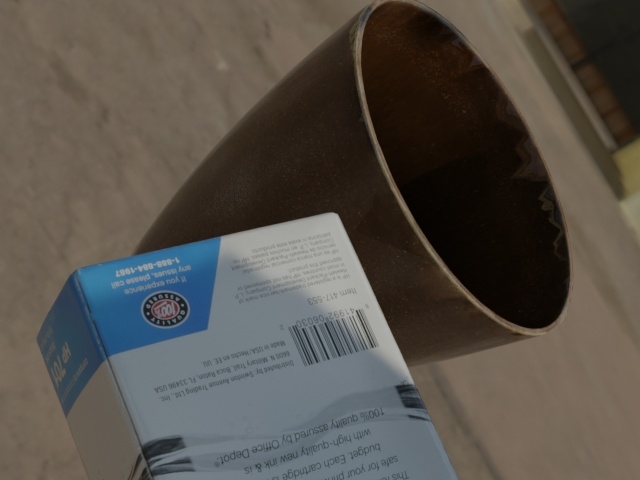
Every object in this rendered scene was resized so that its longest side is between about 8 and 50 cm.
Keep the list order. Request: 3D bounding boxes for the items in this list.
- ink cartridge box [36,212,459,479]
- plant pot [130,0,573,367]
[{"bbox_3d":[-0.026,0.097,0.638,0.139,0.082,0.191,-13,71,-31],"label":"ink cartridge box"},{"bbox_3d":[0.000,0.000,0.874,0.215,0.230,0.215,37,39,-37],"label":"plant pot"}]
